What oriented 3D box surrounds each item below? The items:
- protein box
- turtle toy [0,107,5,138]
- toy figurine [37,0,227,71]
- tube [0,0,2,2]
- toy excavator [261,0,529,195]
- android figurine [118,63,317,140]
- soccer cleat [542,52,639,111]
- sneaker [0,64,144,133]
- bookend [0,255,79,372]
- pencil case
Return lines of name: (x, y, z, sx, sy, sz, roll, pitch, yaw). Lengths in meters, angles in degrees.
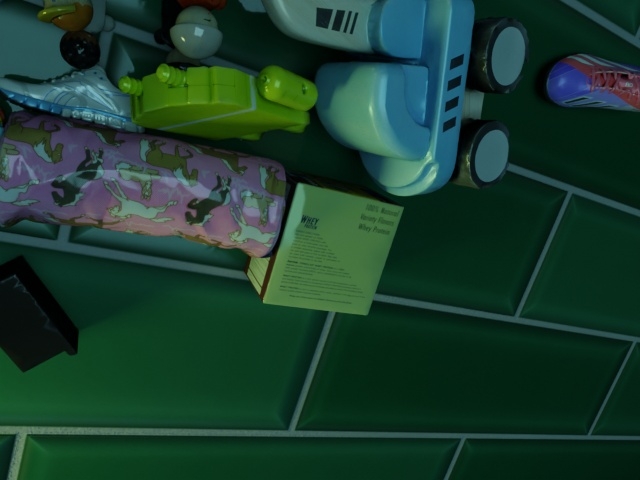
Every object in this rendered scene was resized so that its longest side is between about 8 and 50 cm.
protein box: (0.000, 0.000, 0.875, 0.199, 0.136, 0.201, 10, 105, -26)
turtle toy: (-0.447, -0.169, 0.647, 0.066, 0.095, 0.130, -29, 119, -34)
toy figurine: (-0.227, -0.281, 0.623, 0.209, 0.213, 0.148, 0, 92, -24)
tube: (-0.346, -0.371, 0.588, 0.207, 0.052, 0.080, -41, 120, 21)
toy excavator: (0.066, -0.267, 0.703, 0.445, 0.222, 0.433, -11, 112, -35)
android figurine: (-0.135, -0.180, 0.682, 0.272, 0.248, 0.056, -2, 89, -59)
soccer cleat: (0.595, -0.314, 1.030, 0.318, 0.116, 0.109, -1, 109, -24)
sneaker: (-0.335, -0.205, 0.697, 0.190, 0.071, 0.083, 7, 99, -34)
bookend: (-0.473, 0.132, 0.752, 0.156, 0.072, 0.157, -29, 119, -11)
pencil case: (-0.242, -0.071, 0.719, 0.385, 0.160, 0.167, 9, 118, -25)
